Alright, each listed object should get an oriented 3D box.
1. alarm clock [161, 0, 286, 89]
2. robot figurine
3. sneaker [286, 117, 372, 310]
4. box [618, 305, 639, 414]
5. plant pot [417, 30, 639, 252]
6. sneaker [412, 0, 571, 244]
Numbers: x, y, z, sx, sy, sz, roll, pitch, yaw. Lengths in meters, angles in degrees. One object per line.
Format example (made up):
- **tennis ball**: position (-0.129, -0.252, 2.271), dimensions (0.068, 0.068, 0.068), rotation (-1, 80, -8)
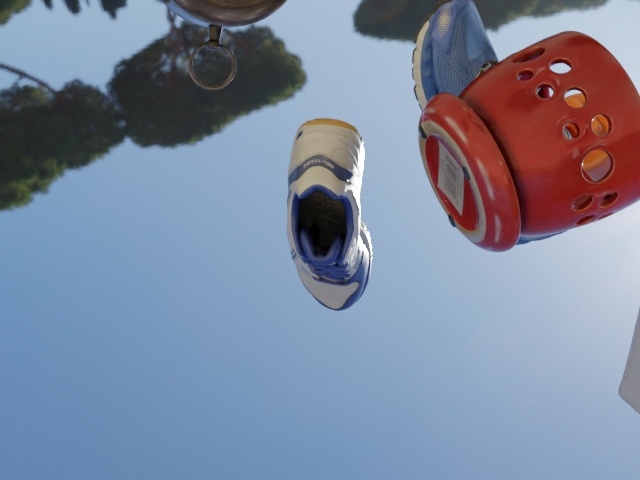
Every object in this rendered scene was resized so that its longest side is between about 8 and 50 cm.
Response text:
- **alarm clock**: position (-0.078, -0.218, 0.707), dimensions (0.129, 0.192, 0.064), rotation (2, -166, -21)
- **robot figurine**: position (0.418, -0.150, 1.366), dimensions (0.128, 0.158, 0.219), rotation (14, 178, 35)
- **sneaker**: position (0.000, 0.000, 1.074), dimensions (0.111, 0.296, 0.131), rotation (1, -136, 10)
- **box**: position (0.447, 0.043, 0.723), dimensions (0.345, 0.215, 0.168), rotation (-17, -143, -22)
- **plant pot**: position (0.206, -0.088, 0.876), dimensions (0.174, 0.191, 0.191), rotation (-26, -146, -10)
- **sneaker**: position (0.224, -0.145, 1.052), dimensions (0.147, 0.330, 0.130), rotation (-3, -148, 47)
